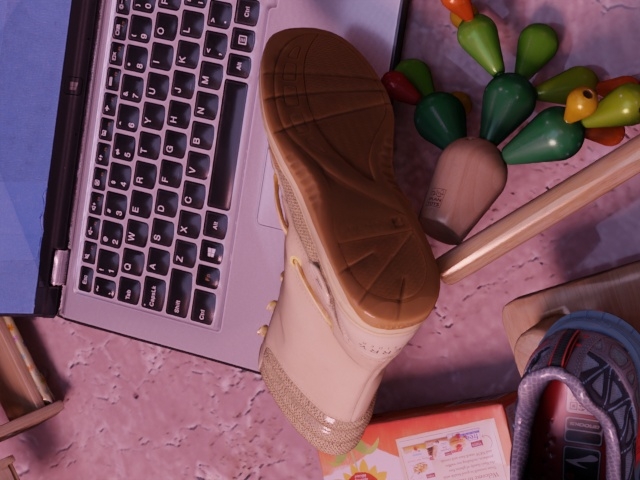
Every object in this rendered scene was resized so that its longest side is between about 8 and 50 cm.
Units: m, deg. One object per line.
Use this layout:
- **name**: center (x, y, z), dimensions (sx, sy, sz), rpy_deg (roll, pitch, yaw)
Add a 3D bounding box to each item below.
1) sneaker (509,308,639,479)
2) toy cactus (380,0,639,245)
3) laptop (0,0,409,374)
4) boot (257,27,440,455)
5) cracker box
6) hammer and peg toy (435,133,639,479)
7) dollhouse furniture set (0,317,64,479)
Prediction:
- **sneaker**: center (0.153, 0.181, 1.231), dimensions (0.104, 0.125, 0.262), rpy_deg (-2, 99, 25)
- **toy cactus**: center (0.121, -0.083, 1.345), dimensions (0.219, 0.112, 0.180), rpy_deg (16, 65, 31)
- **laptop**: center (-0.179, -0.098, 1.435), dimensions (0.408, 0.236, 0.382), rpy_deg (14, 103, 23)
- **boot**: center (0.000, 0.000, 1.392), dimensions (0.203, 0.095, 0.262), rpy_deg (109, 147, -52)
- **cracker box**: center (0.098, 0.237, 1.440), dimensions (0.156, 0.067, 0.232), rpy_deg (-11, 91, 26)
- **hammer and peg toy**: center (0.251, 0.076, 1.310), dimensions (0.266, 0.127, 0.361), rpy_deg (-19, 92, 26)
- **dollhouse furniture set**: center (-0.286, 0.157, 1.616), dimensions (0.161, 0.101, 0.182), rpy_deg (-32, 83, 49)
